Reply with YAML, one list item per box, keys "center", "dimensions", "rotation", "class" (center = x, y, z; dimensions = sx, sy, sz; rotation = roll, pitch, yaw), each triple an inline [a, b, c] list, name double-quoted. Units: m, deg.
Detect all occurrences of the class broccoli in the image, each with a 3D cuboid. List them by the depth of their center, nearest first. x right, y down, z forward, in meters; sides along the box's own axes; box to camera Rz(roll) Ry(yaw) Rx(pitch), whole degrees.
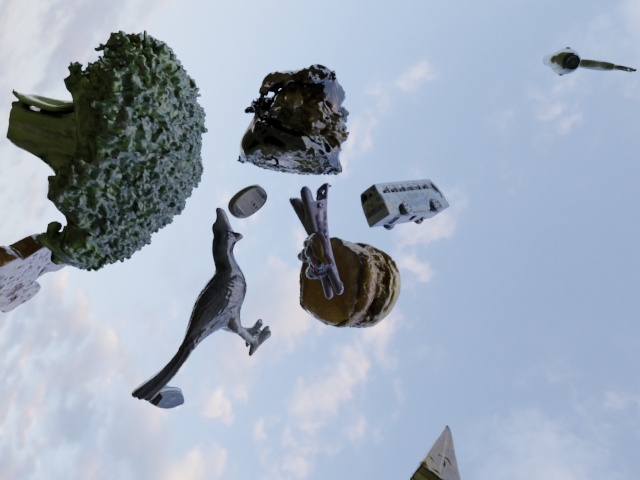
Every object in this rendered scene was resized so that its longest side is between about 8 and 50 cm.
- center: [-0.317, -0.133, 0.760]
  dimensions: [0.302, 0.249, 0.374]
  rotation: [23, -79, 39]
  class: "broccoli"

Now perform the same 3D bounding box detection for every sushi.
- center: [-0.049, -0.249, 0.998]
  dimensions: [0.238, 0.225, 0.218]
  rotation: [-132, -130, -83]
  class: "sushi"

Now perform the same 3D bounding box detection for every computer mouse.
- center: [-0.171, -0.092, 1.113]
  dimensions: [0.096, 0.066, 0.039]
  rotation: [-39, -143, -4]
  class: "computer mouse"

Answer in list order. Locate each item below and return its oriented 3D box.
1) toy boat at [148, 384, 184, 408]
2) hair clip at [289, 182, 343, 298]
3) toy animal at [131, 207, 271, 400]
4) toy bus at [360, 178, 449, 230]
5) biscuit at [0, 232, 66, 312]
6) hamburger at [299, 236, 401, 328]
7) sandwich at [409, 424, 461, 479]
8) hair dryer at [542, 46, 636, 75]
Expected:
- center: [-0.408, 0.408, 1.271]
  dimensions: [0.066, 0.140, 0.059]
  rotation: [35, -96, 25]
  class: "toy boat"
- center: [-0.013, -0.004, 1.109]
  dimensions: [0.137, 0.091, 0.278]
  rotation: [-32, -120, 54]
  class: "hair clip"
- center: [-0.185, 0.143, 0.902]
  dimensions: [0.081, 0.206, 0.366]
  rotation: [-10, -127, 45]
  class: "toy animal"
- center: [0.278, -0.123, 1.574]
  dimensions: [0.109, 0.330, 0.135]
  rotation: [-39, -111, 45]
  class: "toy bus"
- center: [-0.511, 0.055, 0.791]
  dimensions: [0.186, 0.044, 0.295]
  rotation: [-49, -175, -11]
  class: "biscuit"
- center: [0.068, 0.109, 1.214]
  dimensions: [0.245, 0.163, 0.244]
  rotation: [-7, -100, 45]
  class: "hamburger"
- center: [0.310, 0.553, 1.173]
  dimensions: [0.114, 0.163, 0.079]
  rotation: [36, -56, 21]
  class: "sandwich"
- center: [0.665, -0.454, 1.226]
  dimensions: [0.167, 0.200, 0.067]
  rotation: [-110, -157, -63]
  class: "hair dryer"
